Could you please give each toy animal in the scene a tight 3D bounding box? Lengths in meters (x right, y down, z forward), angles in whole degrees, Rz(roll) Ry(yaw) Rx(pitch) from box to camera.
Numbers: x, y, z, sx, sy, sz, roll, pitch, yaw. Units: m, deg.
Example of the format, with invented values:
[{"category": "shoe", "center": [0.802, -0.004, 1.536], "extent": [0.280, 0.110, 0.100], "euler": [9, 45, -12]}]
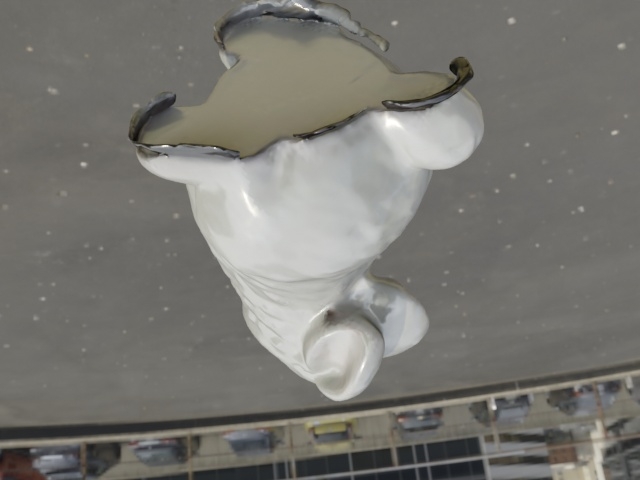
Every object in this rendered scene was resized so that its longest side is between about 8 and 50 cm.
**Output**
[{"category": "toy animal", "center": [0.000, 0.000, 0.613], "extent": [0.258, 0.194, 0.357], "euler": [22, 146, 30]}]
